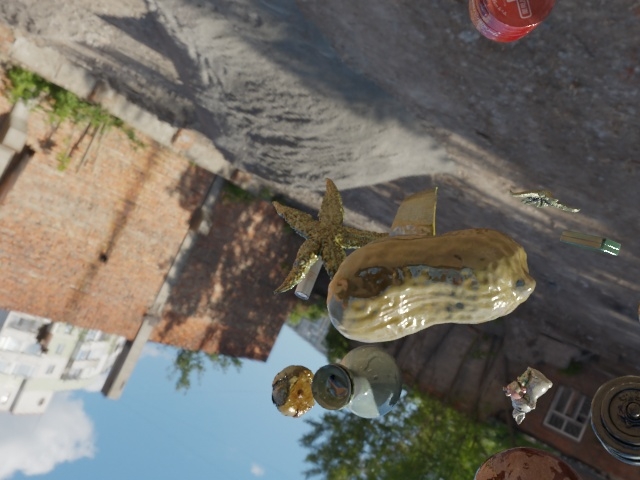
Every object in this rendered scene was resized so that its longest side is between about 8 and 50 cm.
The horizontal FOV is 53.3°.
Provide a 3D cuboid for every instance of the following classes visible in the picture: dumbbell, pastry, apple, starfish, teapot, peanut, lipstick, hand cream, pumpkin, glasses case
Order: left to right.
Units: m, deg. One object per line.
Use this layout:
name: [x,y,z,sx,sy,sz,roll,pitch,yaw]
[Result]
pastry: [-0.073,0.431,1.823,0.081,0.153,0.153,-4,159,41]
lipstick: [-0.024,0.083,1.659,0.040,0.141,0.040,18,152,10]
starfish: [-0.002,-0.002,1.566,0.358,0.347,0.078,28,161,20]
teapot: [0.087,0.353,1.569,0.183,0.183,0.251,23,-174,30]
pumpkin: [0.187,-0.004,1.296,0.110,0.217,0.217,6,172,17]
peanut: [0.151,0.052,0.924,0.291,0.159,0.143,-13,136,10]
hand cream: [0.470,-0.597,1.573,0.193,0.193,0.125,25,178,-1]
apple: [0.517,0.663,1.557,0.306,0.305,0.235,25,-150,-3]
starfish: [0.659,-0.120,1.885,0.217,0.050,0.223,21,-177,-1]
glasses case: [0.851,0.006,2.019,0.078,0.039,0.184,17,-178,-23]
dumbbell: [0.758,0.437,1.539,0.192,0.192,0.290,23,168,34]

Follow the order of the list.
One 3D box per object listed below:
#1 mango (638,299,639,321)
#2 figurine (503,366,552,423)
mango: [0.644,0.100,1.157,0.089,0.165,0.115,3,-133,-36]
figurine: [0.535,0.407,1.702,0.098,0.146,0.081,37,-163,5]
